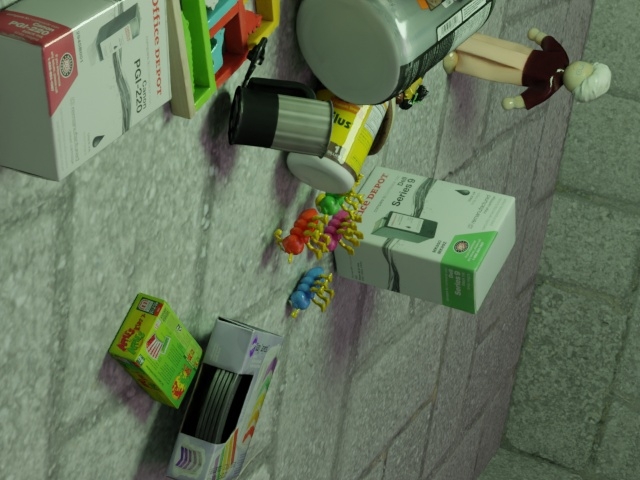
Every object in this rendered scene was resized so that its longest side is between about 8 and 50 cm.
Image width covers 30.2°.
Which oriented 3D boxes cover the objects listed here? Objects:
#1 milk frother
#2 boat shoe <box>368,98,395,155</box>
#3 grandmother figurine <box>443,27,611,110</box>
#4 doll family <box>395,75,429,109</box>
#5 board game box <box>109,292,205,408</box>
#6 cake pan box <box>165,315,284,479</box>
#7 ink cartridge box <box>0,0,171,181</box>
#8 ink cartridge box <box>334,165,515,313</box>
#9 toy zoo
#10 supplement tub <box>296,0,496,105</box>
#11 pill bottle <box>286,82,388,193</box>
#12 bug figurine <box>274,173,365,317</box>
[{"bbox_3d":[-0.049,-0.197,1.636,0.143,0.135,0.129,123,-29,-60],"label":"milk frother"},{"bbox_3d":[0.095,-0.275,2.038,0.095,0.095,0.257,-53,151,-54],"label":"boat shoe"},{"bbox_3d":[0.432,-0.358,2.462,0.208,0.342,0.104,-70,159,-11],"label":"grandmother figurine"},{"bbox_3d":[0.158,-0.298,2.210,0.193,0.076,0.111,24,87,-64],"label":"doll family"},{"bbox_3d":[-0.222,0.154,1.631,0.092,0.043,0.181,-65,157,-21],"label":"board game box"},{"bbox_3d":[-0.142,0.246,1.810,0.267,0.070,0.245,46,60,-78],"label":"cake pan box"},{"bbox_3d":[-0.252,-0.183,1.244,0.218,0.092,0.158,-50,149,-49],"label":"ink cartridge box"},{"bbox_3d":[0.193,-0.006,2.209,0.211,0.289,0.121,-56,150,-38],"label":"ink cartridge box"},{"bbox_3d":[-0.119,-0.318,1.556,0.293,0.030,0.192,-54,152,-41],"label":"toy zoo"},{"bbox_3d":[0.137,-0.370,1.842,0.338,0.207,0.207,-42,144,-37],"label":"supplement tub"},{"bbox_3d":[0.036,-0.192,1.913,0.215,0.117,0.117,-67,158,-18],"label":"pill bottle"},{"bbox_3d":[0.000,0.000,2.014,0.216,0.072,0.279,-56,161,-26],"label":"bug figurine"}]
